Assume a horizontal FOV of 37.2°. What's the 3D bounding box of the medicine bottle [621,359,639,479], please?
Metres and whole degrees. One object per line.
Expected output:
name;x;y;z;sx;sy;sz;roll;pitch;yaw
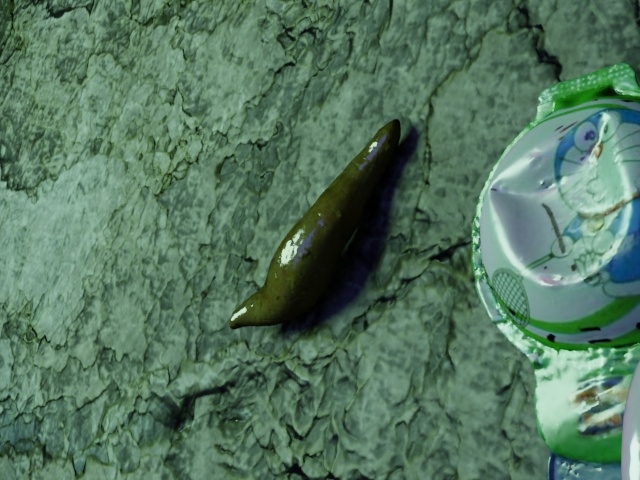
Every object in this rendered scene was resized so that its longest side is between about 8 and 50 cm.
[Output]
medicine bottle;0.321;0.110;0.403;0.325;0.212;0.212;-17;65;41

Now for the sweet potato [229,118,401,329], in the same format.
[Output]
sweet potato;0.001;-0.001;0.856;0.249;0.059;0.069;-55;9;14

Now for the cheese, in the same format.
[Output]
cheese;0.189;0.033;0.644;0.204;0.083;0.320;-14;67;41
